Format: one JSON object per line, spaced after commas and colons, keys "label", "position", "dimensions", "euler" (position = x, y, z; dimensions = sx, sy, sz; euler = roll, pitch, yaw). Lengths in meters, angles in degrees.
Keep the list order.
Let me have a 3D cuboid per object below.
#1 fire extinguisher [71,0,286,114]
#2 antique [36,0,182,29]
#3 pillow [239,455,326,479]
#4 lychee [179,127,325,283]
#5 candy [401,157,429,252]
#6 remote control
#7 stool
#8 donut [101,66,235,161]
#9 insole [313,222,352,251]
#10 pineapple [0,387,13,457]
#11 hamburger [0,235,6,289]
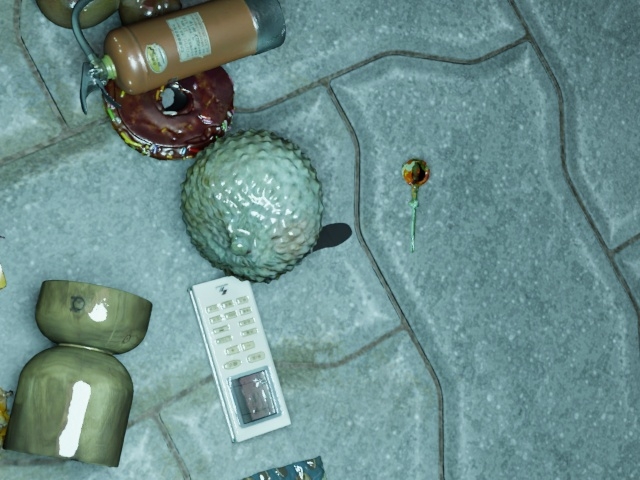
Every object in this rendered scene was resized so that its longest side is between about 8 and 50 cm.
{"label": "fire extinguisher", "position": [-0.261, -0.347, 1.511], "dimensions": [0.376, 0.113, 0.200], "euler": [-25, 61, -22]}
{"label": "antique", "position": [-0.372, -0.430, 1.568], "dimensions": [0.257, 0.121, 0.143], "euler": [10, 83, -17]}
{"label": "pillow", "position": [-0.085, 0.484, 1.505], "dimensions": [0.256, 0.034, 0.188], "euler": [-9, 81, -30]}
{"label": "lychee", "position": [-0.111, -0.062, 1.513], "dimensions": [0.255, 0.255, 0.274], "euler": [37, 29, -9]}
{"label": "candy", "position": [0.182, -0.068, 1.738], "dimensions": [0.056, 0.049, 0.184], "euler": [4, 86, -12]}
{"label": "remote control", "position": [-0.140, 0.200, 1.550], "dimensions": [0.103, 0.055, 0.277], "euler": [-15, 84, -21]}
{"label": "stool", "position": [-0.376, 0.210, 1.398], "dimensions": [0.179, 0.179, 0.264], "euler": [13, 75, -17]}
{"label": "donut", "position": [-0.269, -0.242, 1.580], "dimensions": [0.235, 0.089, 0.235], "euler": [5, 76, -19]}
{"label": "insole", "position": [0.000, 0.000, 1.672], "dimensions": [0.135, 0.002, 0.045], "euler": [-24, 86, -23]}
{"label": "pineapple", "position": [-0.574, 0.279, 1.368], "dimensions": [0.225, 0.076, 0.224], "euler": [4, 80, -20]}
{"label": "hamburger", "position": [-0.610, 0.021, 1.374], "dimensions": [0.243, 0.139, 0.261], "euler": [-16, 84, -20]}
